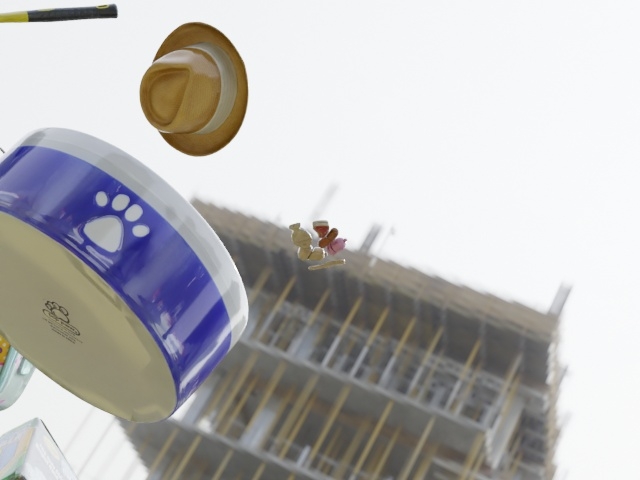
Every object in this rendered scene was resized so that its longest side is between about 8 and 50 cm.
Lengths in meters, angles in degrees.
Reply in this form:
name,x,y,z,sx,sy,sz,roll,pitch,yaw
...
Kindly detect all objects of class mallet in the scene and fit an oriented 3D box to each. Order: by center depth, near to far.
name,x,y,z,sx,sy,sz,roll,pitch,yaw
mallet,-0.298,-0.224,1.305,0.062,0.190,0.039,-128,-145,-50

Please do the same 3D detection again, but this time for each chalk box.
name,x,y,z,sx,sy,sz,roll,pitch,yaw
chalk box,-0.428,0.378,1.824,0.180,0.179,0.289,62,0,-12

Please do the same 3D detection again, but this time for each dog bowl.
name,x,y,z,sx,sy,sz,roll,pitch,yaw
dog bowl,-0.199,0.034,1.162,0.265,0.104,0.265,27,-34,19

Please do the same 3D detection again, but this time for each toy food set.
name,x,y,z,sx,sy,sz,roll,pitch,yaw
toy food set,0.000,0.000,1.945,0.078,0.019,0.122,-10,-34,4

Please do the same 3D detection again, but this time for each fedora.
name,x,y,z,sx,sy,sz,roll,pitch,yaw
fedora,-0.186,-0.202,1.793,0.194,0.079,0.194,10,-74,36

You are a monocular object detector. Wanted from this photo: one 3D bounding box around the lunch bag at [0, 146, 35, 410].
name,x,y,z,sx,sy,sz,roll,pitch,yaw
lunch bag,-0.380,0.037,1.440,0.224,0.279,0.108,21,-3,15
